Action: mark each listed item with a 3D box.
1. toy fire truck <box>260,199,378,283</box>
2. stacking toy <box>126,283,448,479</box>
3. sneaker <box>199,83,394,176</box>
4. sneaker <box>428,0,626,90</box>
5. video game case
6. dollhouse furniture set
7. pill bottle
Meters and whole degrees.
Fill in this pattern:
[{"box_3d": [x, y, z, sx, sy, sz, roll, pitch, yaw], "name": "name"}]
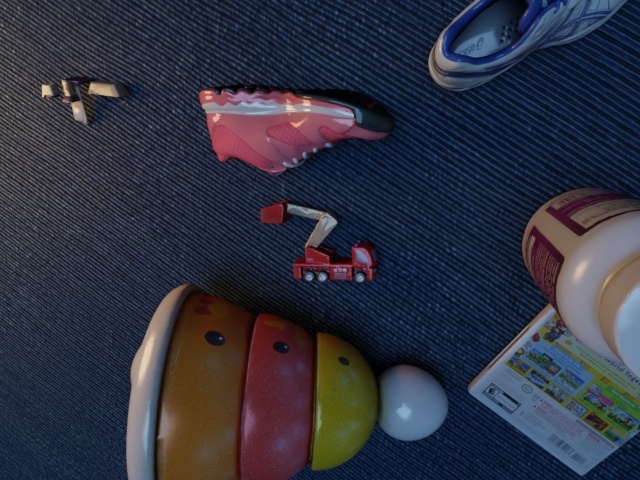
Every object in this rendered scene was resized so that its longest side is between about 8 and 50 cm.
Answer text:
[{"box_3d": [0.000, 0.000, 0.701, 0.191, 0.047, 0.135, 0, 103, 15], "name": "toy fire truck"}, {"box_3d": [-0.030, 0.254, 0.689, 0.479, 0.351, 0.351, 2, 106, -5], "name": "stacking toy"}, {"box_3d": [-0.039, -0.166, 0.651, 0.313, 0.116, 0.136, 11, 117, 20], "name": "sneaker"}, {"box_3d": [0.275, -0.286, 0.507, 0.296, 0.131, 0.112, -33, 92, 19], "name": "sneaker"}, {"box_3d": [0.394, 0.239, 0.664, 0.227, 0.026, 0.206, 36, 111, 5], "name": "video game case"}, {"box_3d": [-0.408, -0.239, 0.744, 0.114, 0.091, 0.081, 9, 122, 10], "name": "dollhouse furniture set"}, {"box_3d": [0.348, 0.039, 0.477, 0.169, 0.301, 0.169, 4, 105, 15], "name": "pill bottle"}]
